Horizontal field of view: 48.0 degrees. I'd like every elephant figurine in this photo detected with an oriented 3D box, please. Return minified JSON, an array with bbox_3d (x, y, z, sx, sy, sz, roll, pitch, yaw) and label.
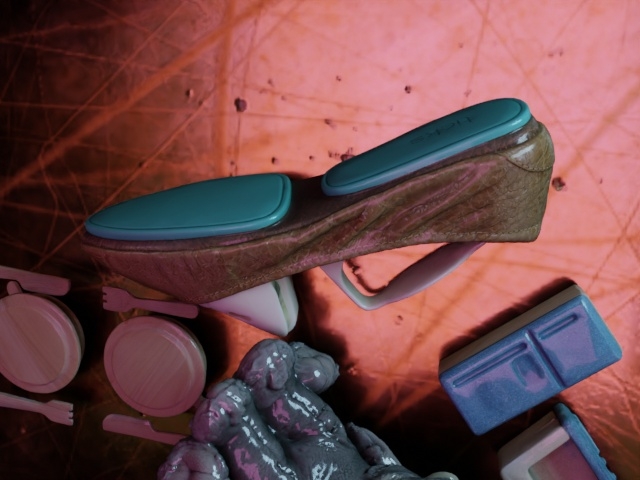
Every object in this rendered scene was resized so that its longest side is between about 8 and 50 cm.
[{"bbox_3d":[0.018,0.193,0.494,0.239,0.186,0.169,34,86,13],"label":"elephant figurine"}]

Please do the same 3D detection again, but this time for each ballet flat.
[{"bbox_3d":[0.000,0.000,0.520,0.343,0.116,0.124,-15,114,8],"label":"ballet flat"}]

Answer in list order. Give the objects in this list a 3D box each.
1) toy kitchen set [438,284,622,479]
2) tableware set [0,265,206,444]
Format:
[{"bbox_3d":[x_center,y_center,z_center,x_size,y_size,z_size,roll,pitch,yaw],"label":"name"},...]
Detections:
[{"bbox_3d":[0.182,0.158,0.465,0.122,0.166,0.207,-34,91,12],"label":"toy kitchen set"},{"bbox_3d":[-0.179,0.089,0.585,0.194,0.039,0.128,9,107,12],"label":"tableware set"}]
